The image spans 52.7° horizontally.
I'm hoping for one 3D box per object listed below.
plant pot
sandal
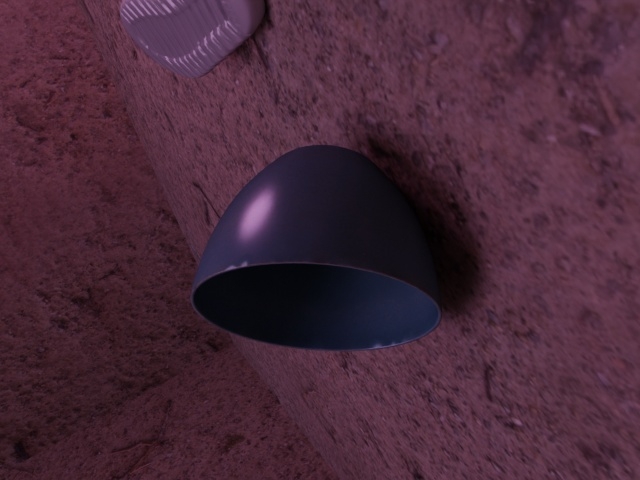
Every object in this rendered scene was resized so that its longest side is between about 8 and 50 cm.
[{"bbox_3d":[0.000,0.000,0.793,0.290,0.290,0.196,100,175,-64],"label":"plant pot"},{"bbox_3d":[-0.195,-0.362,1.048,0.416,0.102,0.169,11,143,53],"label":"sandal"}]
